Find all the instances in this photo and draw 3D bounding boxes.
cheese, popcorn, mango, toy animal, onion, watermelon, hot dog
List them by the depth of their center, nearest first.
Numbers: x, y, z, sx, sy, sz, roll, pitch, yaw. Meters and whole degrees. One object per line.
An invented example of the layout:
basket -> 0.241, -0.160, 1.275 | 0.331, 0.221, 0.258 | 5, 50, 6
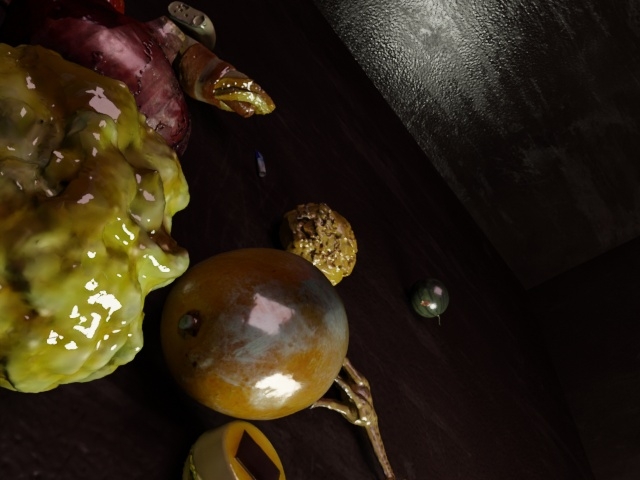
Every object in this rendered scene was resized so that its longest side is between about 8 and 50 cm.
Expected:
popcorn -> -0.243, -0.005, 0.494 | 0.282, 0.247, 0.282 | 51, 28, -41
onion -> -0.255, -0.192, 0.688 | 0.252, 0.219, 0.252 | 36, -18, 13
mango -> -0.063, 0.121, 0.761 | 0.221, 0.199, 0.384 | 57, 9, 21
toy animal -> 0.064, 0.301, 0.965 | 0.275, 0.054, 0.149 | 56, 26, -8
hot dog -> -0.215, -0.307, 1.090 | 0.262, 0.093, 0.123 | 37, 2, 11
cheese -> -0.244, -0.400, 1.145 | 0.097, 0.037, 0.192 | 29, -11, 9
watermelon -> 0.298, 0.165, 1.532 | 0.105, 0.105, 0.133 | -8, 74, -65

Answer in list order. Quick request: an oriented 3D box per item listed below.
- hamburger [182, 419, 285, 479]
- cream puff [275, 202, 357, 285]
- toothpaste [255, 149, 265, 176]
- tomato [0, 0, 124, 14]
hamburger -> -0.099, 0.273, 0.635 | 0.126, 0.081, 0.141 | 50, 12, -24
cream puff -> 0.000, 0.000, 1.111 | 0.189, 0.130, 0.189 | 47, 22, -26
toothpaste -> -0.126, -0.164, 1.205 | 0.024, 0.015, 0.083 | 37, 25, -38
tomato -> -0.389, -0.401, 0.866 | 0.228, 0.101, 0.227 | 48, 25, -31
